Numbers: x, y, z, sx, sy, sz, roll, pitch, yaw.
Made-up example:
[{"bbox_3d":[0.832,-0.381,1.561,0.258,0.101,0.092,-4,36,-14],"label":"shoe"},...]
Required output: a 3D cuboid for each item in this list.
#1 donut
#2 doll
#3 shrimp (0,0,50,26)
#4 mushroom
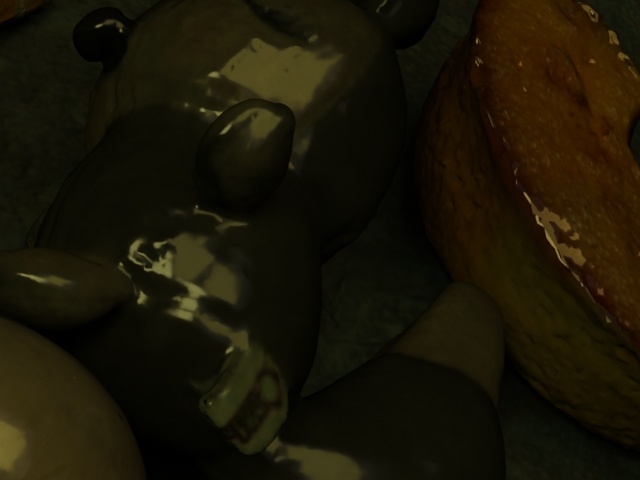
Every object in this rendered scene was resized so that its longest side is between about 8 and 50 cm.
[{"bbox_3d":[0.258,0.001,0.903,0.435,0.163,0.378,25,50,-18],"label":"donut"},{"bbox_3d":[-0.025,0.009,0.720,0.379,0.252,0.382,58,42,-29],"label":"doll"},{"bbox_3d":[-0.261,-0.172,0.786,0.091,0.043,0.184,31,40,0],"label":"shrimp"},{"bbox_3d":[-0.184,0.135,0.497,0.204,0.204,0.204,17,51,-21],"label":"mushroom"}]
